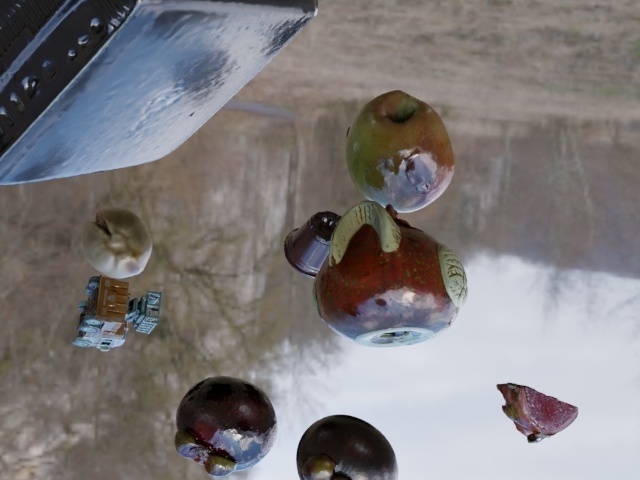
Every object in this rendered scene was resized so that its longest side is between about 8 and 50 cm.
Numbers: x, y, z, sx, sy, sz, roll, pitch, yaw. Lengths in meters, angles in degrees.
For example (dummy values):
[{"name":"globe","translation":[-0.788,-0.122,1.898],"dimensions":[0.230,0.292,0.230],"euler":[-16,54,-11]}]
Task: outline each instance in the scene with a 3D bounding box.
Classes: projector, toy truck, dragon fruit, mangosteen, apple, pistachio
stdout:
[{"name":"projector","translation":[-0.269,-0.281,1.364],"dimensions":[0.395,0.242,0.405],"euler":[-37,171,30]},{"name":"toy truck","translation":[-0.338,0.125,1.698],"dimensions":[0.115,0.080,0.178],"euler":[11,156,-20]},{"name":"dragon fruit","translation":[0.392,0.328,1.916],"dimensions":[0.147,0.096,0.102],"euler":[22,173,-6]},{"name":"mangosteen","translation":[0.026,0.279,1.234],"dimensions":[0.140,0.140,0.140],"euler":[4,-173,-1]},{"name":"apple","translation":[0.141,-0.158,1.899],"dimensions":[0.207,0.173,0.188],"euler":[12,145,26]},{"name":"pistachio","translation":[-0.402,0.003,2.035],"dimensions":[0.144,0.143,0.215],"euler":[2,-165,-19]},{"name":"mangosteen","translation":[-0.138,0.270,1.472],"dimensions":[0.153,0.152,0.152],"euler":[4,-173,-1]}]

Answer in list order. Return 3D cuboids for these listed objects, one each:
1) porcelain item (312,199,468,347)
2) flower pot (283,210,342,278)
[{"name":"porcelain item","translation":[0.105,0.044,1.604],"dimensions":[0.253,0.252,0.253],"euler":[4,-173,-1]},{"name":"flower pot","translation":[0.000,0.000,1.832],"dimensions":[0.111,0.111,0.089],"euler":[1,146,-25]}]
